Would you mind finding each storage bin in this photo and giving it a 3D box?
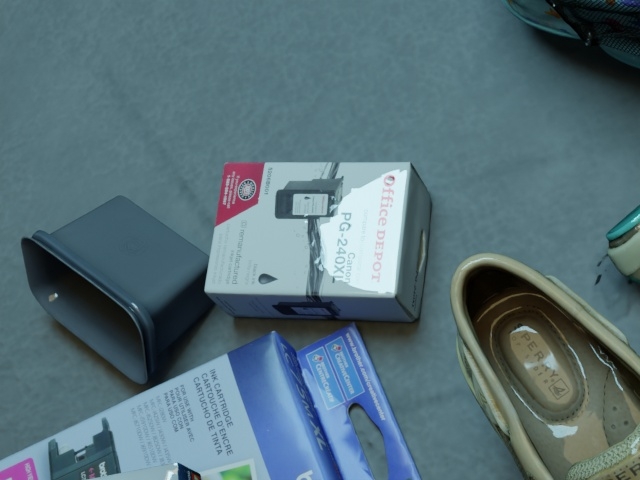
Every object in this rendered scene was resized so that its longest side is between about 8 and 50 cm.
[{"bbox_3d":[-0.148,0.034,1.040,0.135,0.098,0.091,34,54,27],"label":"storage bin"}]

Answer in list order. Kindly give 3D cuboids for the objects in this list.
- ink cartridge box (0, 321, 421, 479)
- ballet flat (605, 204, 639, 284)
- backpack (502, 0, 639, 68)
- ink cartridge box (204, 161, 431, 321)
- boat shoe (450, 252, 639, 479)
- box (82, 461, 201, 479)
[{"bbox_3d":[-0.088,0.192,0.966,0.311,0.065,0.186,-25,63,5],"label":"ink cartridge box"},{"bbox_3d":[0.303,-0.055,0.938,0.248,0.086,0.086,-46,62,-2],"label":"ballet flat"},{"bbox_3d":[0.232,-0.236,0.956,0.253,0.191,0.225,25,78,40],"label":"backpack"},{"bbox_3d":[0.000,0.000,1.013,0.150,0.063,0.109,0,69,18],"label":"ink cartridge box"},{"bbox_3d":[0.182,0.147,0.776,0.121,0.110,0.341,-40,61,0],"label":"boat shoe"},{"bbox_3d":[-0.190,0.251,0.917,0.233,0.044,0.159,-12,67,14],"label":"box"}]
